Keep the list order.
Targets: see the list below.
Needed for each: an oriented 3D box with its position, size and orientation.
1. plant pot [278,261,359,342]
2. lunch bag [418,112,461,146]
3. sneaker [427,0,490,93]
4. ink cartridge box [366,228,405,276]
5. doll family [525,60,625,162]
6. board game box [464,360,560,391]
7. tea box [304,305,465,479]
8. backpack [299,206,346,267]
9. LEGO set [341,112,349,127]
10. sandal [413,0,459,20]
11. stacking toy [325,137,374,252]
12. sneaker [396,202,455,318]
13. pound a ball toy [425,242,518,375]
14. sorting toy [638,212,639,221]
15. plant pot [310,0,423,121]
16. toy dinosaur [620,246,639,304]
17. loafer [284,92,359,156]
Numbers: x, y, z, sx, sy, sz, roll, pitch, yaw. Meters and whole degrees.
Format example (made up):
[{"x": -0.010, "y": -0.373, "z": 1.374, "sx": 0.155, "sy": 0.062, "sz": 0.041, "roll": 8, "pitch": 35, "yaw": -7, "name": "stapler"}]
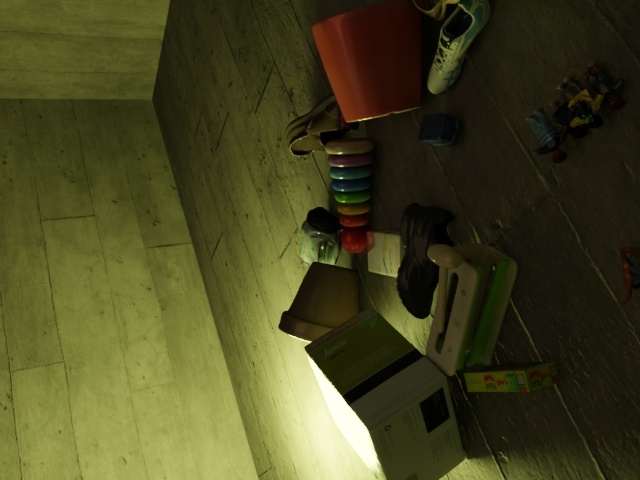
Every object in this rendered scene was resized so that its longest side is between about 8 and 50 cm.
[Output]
[{"x": 0.020, "y": 0.189, "z": 1.795, "sx": 0.263, "sy": 0.262, "sz": 0.230, "roll": 10, "pitch": 87, "yaw": 61, "name": "plant pot"}, {"x": 0.283, "y": -0.256, "z": 1.358, "sx": 0.098, "sy": 0.065, "sz": 0.067, "roll": 17, "pitch": 95, "yaw": 61, "name": "lunch bag"}, {"x": 0.286, "y": -0.429, "z": 1.291, "sx": 0.085, "sy": 0.086, "sz": 0.237, "roll": 62, "pitch": 147, "yaw": 31, "name": "sneaker"}, {"x": 0.205, "y": 0.034, "z": 1.564, "sx": 0.198, "sy": 0.067, "sz": 0.116, "roll": 7, "pitch": 103, "yaw": 60, "name": "ink cartridge box"}, {"x": 0.454, "y": -0.221, "z": 1.048, "sx": 0.111, "sy": 0.075, "sz": 0.193, "roll": 66, "pitch": 153, "yaw": 21, "name": "doll family"}, {"x": 0.400, "y": 0.289, "z": 1.235, "sx": 0.181, "sy": 0.092, "sz": 0.043, "roll": -27, "pitch": 73, "yaw": 60, "name": "board game box"}, {"x": 0.159, "y": 0.407, "z": 1.468, "sx": 0.323, "sy": 0.219, "sz": 0.329, "roll": 42, "pitch": 156, "yaw": 53, "name": "tea box"}, {"x": 0.000, "y": 0.000, "z": 1.890, "sx": 0.152, "sy": 0.115, "sz": 0.182, "roll": 42, "pitch": 135, "yaw": 47, "name": "backpack"}, {"x": 0.118, "y": -0.427, "z": 1.609, "sx": 0.093, "sy": 0.086, "sz": 0.228, "roll": 1, "pitch": 91, "yaw": 59, "name": "LEGO set"}, {"x": 0.239, "y": -0.530, "z": 1.255, "sx": 0.240, "sy": 0.079, "sz": 0.088, "roll": -99, "pitch": 10, "yaw": -79, "name": "sandal"}, {"x": 0.092, "y": -0.123, "z": 1.683, "sx": 0.141, "sy": 0.141, "sz": 0.331, "roll": 21, "pitch": 119, "yaw": 59, "name": "stacking toy"}, {"x": 0.262, "y": 0.054, "z": 1.419, "sx": 0.130, "sy": 0.109, "sz": 0.287, "roll": 5, "pitch": 101, "yaw": 37, "name": "sneaker"}, {"x": 0.291, "y": 0.133, "z": 1.282, "sx": 0.135, "sy": 0.208, "sz": 0.319, "roll": 40, "pitch": 131, "yaw": 51, "name": "pound a ball toy"}, {"x": 0.582, "y": 0.069, "z": 0.816, "sx": 0.366, "sy": 0.126, "sz": 0.127, "roll": 60, "pitch": 145, "yaw": 35, "name": "sorting toy"}, {"x": 0.130, "y": -0.426, "z": 1.418, "sx": 0.275, "sy": 0.274, "sz": 0.243, "roll": 13, "pitch": 118, "yaw": 60, "name": "plant pot"}, {"x": 0.522, "y": 0.052, "z": 0.979, "sx": 0.082, "sy": 0.090, "sz": 0.047, "roll": 42, "pitch": 170, "yaw": -17, "name": "toy dinosaur"}, {"x": -0.002, "y": -0.327, "z": 1.794, "sx": 0.366, "sy": 0.133, "sz": 0.130, "roll": -28, "pitch": 71, "yaw": 60, "name": "loafer"}]
